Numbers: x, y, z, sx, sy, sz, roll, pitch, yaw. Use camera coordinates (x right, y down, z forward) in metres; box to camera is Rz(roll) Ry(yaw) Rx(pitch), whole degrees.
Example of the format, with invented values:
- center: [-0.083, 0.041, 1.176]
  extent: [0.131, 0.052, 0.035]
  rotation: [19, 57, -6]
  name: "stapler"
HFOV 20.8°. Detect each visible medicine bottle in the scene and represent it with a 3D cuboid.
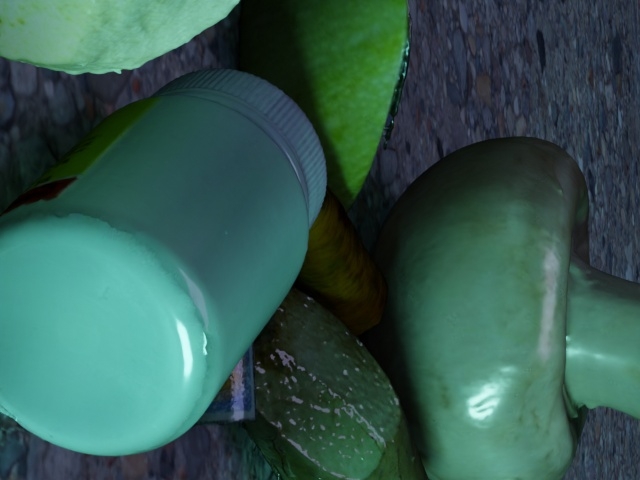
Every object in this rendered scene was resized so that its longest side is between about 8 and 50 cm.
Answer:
- center: [-0.084, 0.003, 0.917]
  extent: [0.225, 0.139, 0.139]
  rotation: [-55, 137, -59]
  name: "medicine bottle"
- center: [-0.068, 0.020, 1.087]
  extent: [0.051, 0.051, 0.191]
  rotation: [9, 77, -69]
  name: "medicine bottle"

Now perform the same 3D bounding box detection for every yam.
- center: [0.009, 0.137, 1.208]
  extent: [0.259, 0.106, 0.106]
  rotation: [67, 28, -44]
  name: "yam"

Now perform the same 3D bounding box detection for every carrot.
- center: [0.000, 0.000, 1.188]
  extent: [0.314, 0.066, 0.066]
  rotation: [65, 26, -67]
  name: "carrot"

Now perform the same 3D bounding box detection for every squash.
- center: [0.027, -0.125, 1.231]
  extent: [0.204, 0.155, 0.237]
  rotation: [21, 65, -66]
  name: "squash"

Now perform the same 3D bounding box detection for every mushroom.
- center: [0.184, 0.064, 1.410]
  extent: [0.297, 0.290, 0.298]
  rotation: [3, 90, -76]
  name: "mushroom"

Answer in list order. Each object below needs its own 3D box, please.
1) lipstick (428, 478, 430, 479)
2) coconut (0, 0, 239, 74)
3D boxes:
- center: [0.064, 0.304, 1.365]
  extent: [0.317, 0.066, 0.068]
  rotation: [-63, 142, -55]
  name: "lipstick"
- center: [-0.101, -0.213, 0.784]
  extent: [0.244, 0.239, 0.239]
  rotation: [-63, 143, -49]
  name: "coconut"
